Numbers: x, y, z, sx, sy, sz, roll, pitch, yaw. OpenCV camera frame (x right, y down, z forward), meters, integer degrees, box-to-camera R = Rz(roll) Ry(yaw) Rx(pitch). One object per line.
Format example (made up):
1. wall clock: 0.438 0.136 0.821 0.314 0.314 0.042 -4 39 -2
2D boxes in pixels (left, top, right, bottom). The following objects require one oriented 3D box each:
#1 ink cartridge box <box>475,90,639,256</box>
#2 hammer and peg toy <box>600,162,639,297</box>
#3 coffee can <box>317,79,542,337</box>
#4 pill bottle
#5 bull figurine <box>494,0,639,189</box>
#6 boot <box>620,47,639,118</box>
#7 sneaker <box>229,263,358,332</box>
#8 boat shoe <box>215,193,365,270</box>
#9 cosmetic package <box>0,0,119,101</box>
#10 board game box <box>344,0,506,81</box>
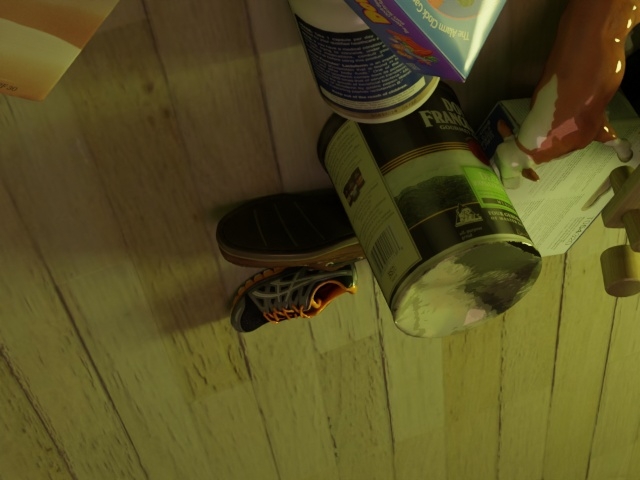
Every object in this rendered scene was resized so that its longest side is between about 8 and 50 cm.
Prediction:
1. ink cartridge box: 0.308 -0.083 2.094 0.330 0.071 0.324 -9 146 -38
2. hammer and peg toy: 0.523 -0.062 1.951 0.266 0.127 0.361 0 149 -17
3. coffee can: 0.136 -0.042 1.857 0.202 0.275 0.201 -17 148 -11
4. pill bottle: 0.044 -0.259 1.596 0.153 0.153 0.264 -23 149 -1
5. bull figurine: 0.336 -0.194 1.847 0.188 0.101 0.310 7 111 -44
6. boot: 0.649 -0.232 2.031 0.367 0.146 0.445 -49 134 9
7. sneaker: -0.039 0.081 2.108 0.215 0.083 0.084 -33 148 17
8. boat shoe: 0.000 0.000 1.987 0.307 0.110 0.104 -9 144 -22
9. cosmetic package: -0.265 -0.285 1.384 0.153 0.129 0.296 11 134 -41
10. board game box: 0.080 -0.346 1.396 0.347 0.078 0.233 40 74 -45
